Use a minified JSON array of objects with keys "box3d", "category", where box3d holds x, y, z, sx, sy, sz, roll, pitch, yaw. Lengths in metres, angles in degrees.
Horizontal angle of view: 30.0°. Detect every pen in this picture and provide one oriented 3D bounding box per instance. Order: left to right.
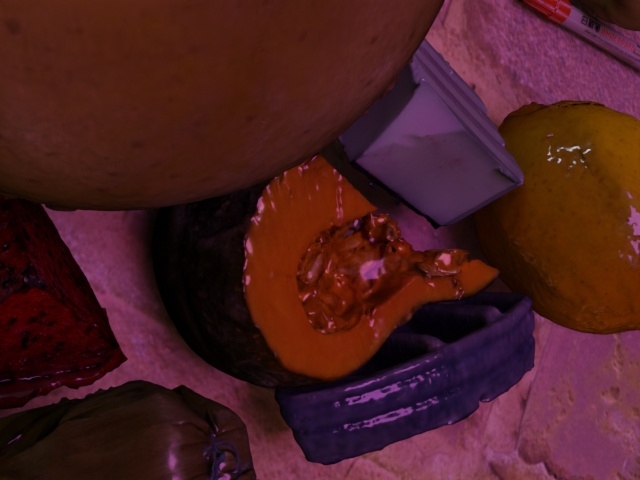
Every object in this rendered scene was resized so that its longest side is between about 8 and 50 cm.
[{"box3d":[0.296,-0.229,1.300,0.239,0.028,0.028,18,77,-39],"category":"pen"}]

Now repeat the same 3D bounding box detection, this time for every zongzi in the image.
[{"box3d":[-0.200,0.164,0.734,0.274,0.251,0.125,0,73,-38],"category":"zongzi"}]

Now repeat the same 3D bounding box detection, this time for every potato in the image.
[{"box3d":[-0.113,-0.194,0.788,0.442,0.385,0.319,-21,137,-30],"category":"potato"}]

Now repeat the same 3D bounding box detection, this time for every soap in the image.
[{"box3d":[0.081,-0.098,1.003,0.230,0.091,0.145,33,28,-53],"category":"soap"}]

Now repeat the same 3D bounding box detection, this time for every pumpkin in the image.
[{"box3d":[-0.001,0.000,0.975,0.280,0.139,0.190,-26,106,-39],"category":"pumpkin"}]

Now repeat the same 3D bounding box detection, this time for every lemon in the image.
[{"box3d":[0.252,-0.023,1.137,0.204,0.204,0.260,-12,60,-39],"category":"lemon"}]

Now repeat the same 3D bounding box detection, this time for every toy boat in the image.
[{"box3d":[0.074,0.111,1.039,0.283,0.127,0.078,-22,108,-40],"category":"toy boat"}]

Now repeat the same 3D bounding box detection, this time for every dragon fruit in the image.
[{"box3d":[-0.224,0.043,0.834,0.161,0.120,0.127,52,12,-54],"category":"dragon fruit"}]

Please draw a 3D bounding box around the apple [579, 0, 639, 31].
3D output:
[{"box3d":[0.359,-0.316,1.258,0.200,0.200,0.200,2,87,-40],"category":"apple"}]
